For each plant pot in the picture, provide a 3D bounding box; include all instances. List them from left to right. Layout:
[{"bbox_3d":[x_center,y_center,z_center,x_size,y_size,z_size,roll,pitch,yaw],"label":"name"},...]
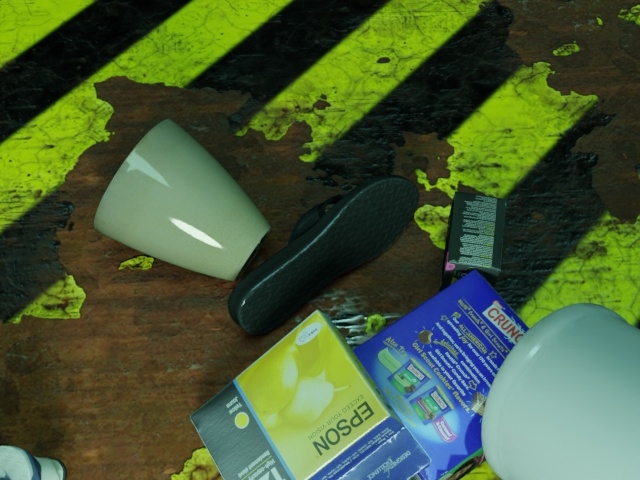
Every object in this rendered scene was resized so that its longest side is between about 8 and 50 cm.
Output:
[{"bbox_3d":[-0.241,-0.047,1.687,0.274,0.256,0.256,34,65,1],"label":"plant pot"}]

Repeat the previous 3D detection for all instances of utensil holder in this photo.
[{"bbox_3d":[0.482,0.313,1.304,0.327,0.328,0.385,-33,32,-17],"label":"utensil holder"}]

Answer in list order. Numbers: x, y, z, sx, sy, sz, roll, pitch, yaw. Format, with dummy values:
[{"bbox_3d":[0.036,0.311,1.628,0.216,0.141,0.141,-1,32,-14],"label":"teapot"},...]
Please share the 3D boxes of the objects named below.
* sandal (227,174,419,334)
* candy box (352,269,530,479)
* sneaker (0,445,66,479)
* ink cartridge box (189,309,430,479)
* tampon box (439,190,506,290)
[{"bbox_3d":[-0.002,-0.001,1.689,0.445,0.167,0.107,-35,47,-18],"label":"sandal"},{"bbox_3d":[0.229,0.248,1.552,0.317,0.122,0.268,-31,63,-15],"label":"candy box"},{"bbox_3d":[-0.515,0.461,1.440,0.315,0.182,0.127,-47,63,9],"label":"sneaker"},{"bbox_3d":[-0.029,0.327,1.474,0.303,0.072,0.307,-40,62,8],"label":"ink cartridge box"},{"bbox_3d":[0.290,0.009,1.693,0.101,0.120,0.161,9,59,6],"label":"tampon box"}]
